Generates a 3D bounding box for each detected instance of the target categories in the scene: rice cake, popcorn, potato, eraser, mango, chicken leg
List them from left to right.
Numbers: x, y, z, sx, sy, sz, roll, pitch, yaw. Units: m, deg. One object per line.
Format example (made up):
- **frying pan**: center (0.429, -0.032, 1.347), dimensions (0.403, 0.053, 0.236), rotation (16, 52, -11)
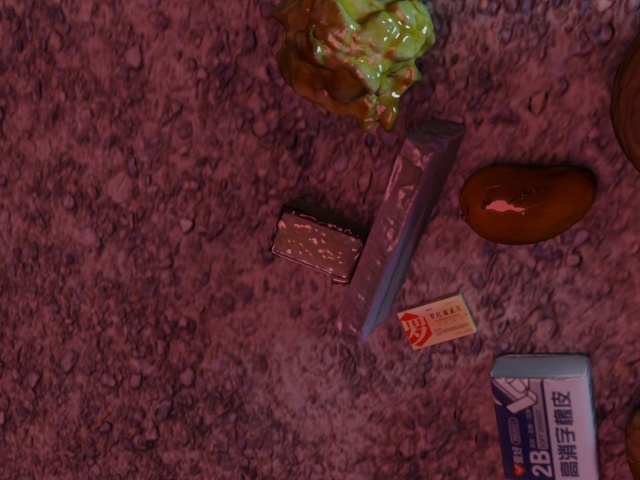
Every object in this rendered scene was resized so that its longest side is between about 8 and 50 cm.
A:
- **potato**: center (0.002, 0.001, 1.234), dimensions (0.122, 0.061, 0.086), rotation (22, 116, 8)
- **popcorn**: center (0.039, -0.222, 1.062), dimensions (0.167, 0.187, 0.186), rotation (-17, 137, -19)
- **rice cake**: center (0.093, -0.008, 1.173), dimensions (0.050, 0.106, 0.298), rotation (28, 118, 17)
- **mango**: center (0.246, -0.041, 1.118), dimensions (0.159, 0.084, 0.105), rotation (0, 117, 20)
- **eraser**: center (0.299, 0.255, 1.231), dimensions (0.124, 0.068, 0.210), rotation (-4, 111, 20)
- **chicken leg**: center (0.441, 0.293, 1.193), dimensions (0.101, 0.085, 0.208), rotation (-5, 119, 9)

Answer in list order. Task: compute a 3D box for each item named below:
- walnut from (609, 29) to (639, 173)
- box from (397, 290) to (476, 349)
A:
- **walnut**: center (0.408, -0.147, 0.949), dimensions (0.227, 0.228, 0.228), rotation (7, 113, 17)
- **box**: center (0.154, 0.107, 1.249), dimensions (0.093, 0.015, 0.058), rotation (-20, 102, 25)
